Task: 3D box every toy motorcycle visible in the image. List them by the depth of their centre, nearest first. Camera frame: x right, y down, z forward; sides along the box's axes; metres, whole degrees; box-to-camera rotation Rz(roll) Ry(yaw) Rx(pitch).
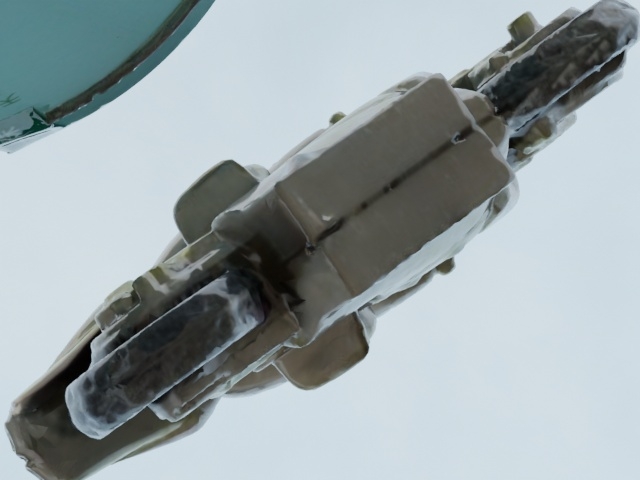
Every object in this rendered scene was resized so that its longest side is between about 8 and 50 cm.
[{"bbox_3d":[0.000,0.000,0.858,0.340,0.223,0.108,-36,-90,-30],"label":"toy motorcycle"}]

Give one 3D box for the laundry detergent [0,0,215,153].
[{"bbox_3d":[-0.173,-0.184,0.644,0.287,0.305,0.287,-2,-98,13],"label":"laundry detergent"}]
